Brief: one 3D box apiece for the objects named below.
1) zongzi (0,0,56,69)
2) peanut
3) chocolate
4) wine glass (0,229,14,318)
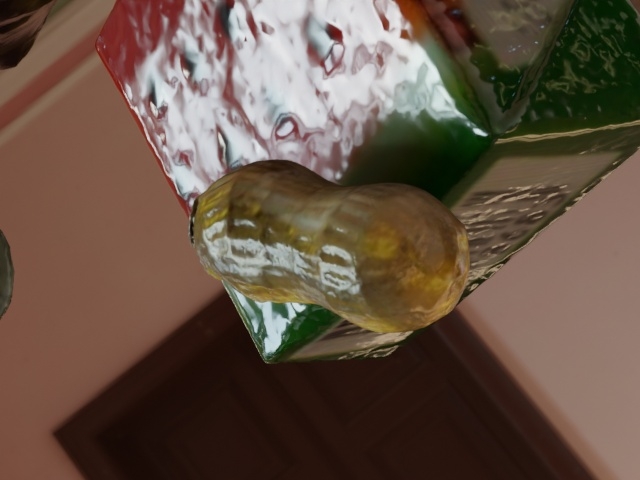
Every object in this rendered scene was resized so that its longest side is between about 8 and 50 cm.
[{"bbox_3d":[-0.152,-0.234,0.629,0.288,0.134,0.286,-69,19,-3],"label":"zongzi"},{"bbox_3d":[0.000,0.000,0.728,0.087,0.087,0.206,-27,26,-37],"label":"peanut"},{"bbox_3d":[0.015,-0.120,0.883,0.161,0.341,0.360,-17,-20,-39],"label":"chocolate"},{"bbox_3d":[-0.207,-0.024,0.558,0.103,0.103,0.231,-34,-19,-16],"label":"wine glass"}]
